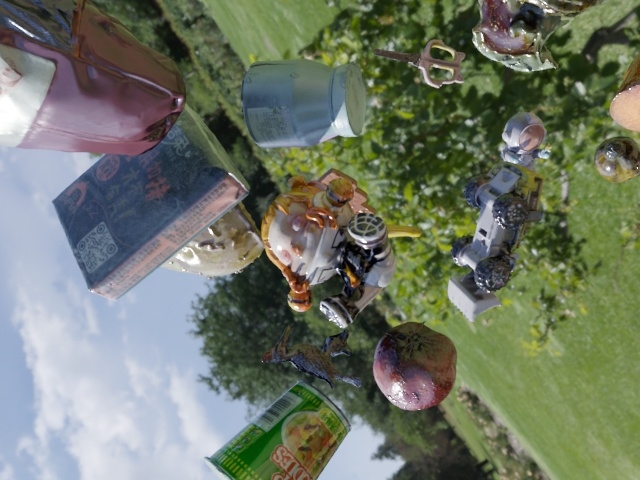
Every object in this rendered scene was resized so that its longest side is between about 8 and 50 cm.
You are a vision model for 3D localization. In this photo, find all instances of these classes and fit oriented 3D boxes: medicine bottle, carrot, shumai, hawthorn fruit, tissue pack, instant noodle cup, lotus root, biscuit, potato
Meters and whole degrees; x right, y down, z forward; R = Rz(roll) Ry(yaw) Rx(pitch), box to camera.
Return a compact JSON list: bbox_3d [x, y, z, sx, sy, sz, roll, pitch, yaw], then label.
[{"bbox_3d":[-0.036,-0.381,1.740,0.245,0.290,0.244,0,-90,-68],"label":"medicine bottle"},{"bbox_3d":[0.704,-0.353,1.304,0.159,0.225,0.159,19,160,7],"label":"carrot"},{"bbox_3d":[0.451,-0.544,1.438,0.330,0.292,0.288,42,152,9],"label":"shumai"},{"bbox_3d":[0.203,0.289,1.342,0.181,0.181,0.235,-123,17,-56],"label":"hawthorn fruit"},{"bbox_3d":[-0.304,-0.076,1.107,0.228,0.316,0.103,55,-173,29],"label":"tissue pack"},{"bbox_3d":[-0.072,0.397,1.207,0.207,0.233,0.207,36,154,20],"label":"instant noodle cup"},{"bbox_3d":[0.793,-0.218,1.685,0.209,0.120,0.120,25,-153,-52],"label":"lotus root"},{"bbox_3d":[0.061,-0.146,2.316,0.043,0.284,0.306,-91,-5,-45],"label":"biscuit"},{"bbox_3d":[-0.366,-0.052,1.731,0.385,0.319,0.442,55,180,41],"label":"potato"}]

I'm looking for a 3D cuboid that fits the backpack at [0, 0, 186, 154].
[{"bbox_3d":[-0.352,-0.235,0.906,0.317,0.283,0.197,11,-117,-35],"label":"backpack"}]

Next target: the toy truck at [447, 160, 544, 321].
[{"bbox_3d":[0.313,0.001,1.132,0.136,0.111,0.285,-123,42,-62],"label":"toy truck"}]

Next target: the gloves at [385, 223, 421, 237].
[{"bbox_3d":[0.133,0.001,1.700,0.133,0.295,0.116,-137,38,-75],"label":"gloves"}]

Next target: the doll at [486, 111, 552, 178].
[{"bbox_3d":[0.529,-0.215,1.703,0.151,0.151,0.287,-123,29,-48],"label":"doll"}]

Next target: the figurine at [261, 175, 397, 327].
[{"bbox_3d":[0.004,0.000,1.353,0.323,0.320,0.196,39,-150,31],"label":"figurine"}]

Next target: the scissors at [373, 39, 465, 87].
[{"bbox_3d":[0.313,-0.571,1.999,0.024,0.318,0.160,167,108,-72],"label":"scissors"}]

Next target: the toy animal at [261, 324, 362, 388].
[{"bbox_3d":[-0.015,0.212,1.136,0.203,0.070,0.105,12,-115,-32],"label":"toy animal"}]
